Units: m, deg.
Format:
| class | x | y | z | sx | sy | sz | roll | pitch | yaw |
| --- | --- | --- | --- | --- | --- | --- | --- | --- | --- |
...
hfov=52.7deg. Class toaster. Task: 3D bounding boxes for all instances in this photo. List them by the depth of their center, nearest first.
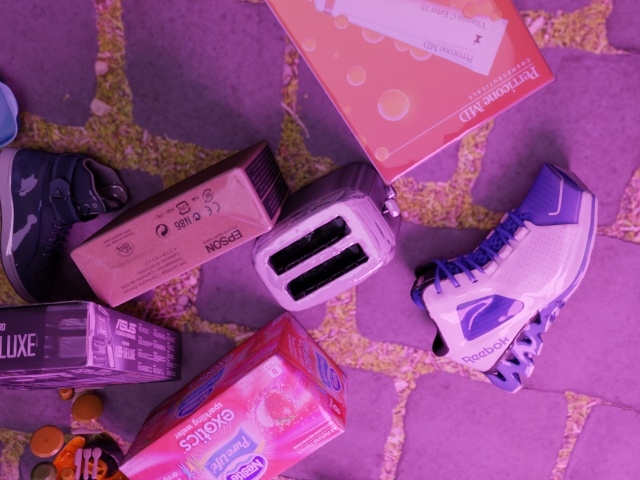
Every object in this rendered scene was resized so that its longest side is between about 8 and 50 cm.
| class | x | y | z | sx | sy | sz | roll | pitch | yaw |
| --- | --- | --- | --- | --- | --- | --- | --- | --- | --- |
| toaster | 0.000 | 0.000 | 0.845 | 0.227 | 0.146 | 0.129 | -29 | 103 | 13 |

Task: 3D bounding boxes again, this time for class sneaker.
| class | x | y | z | sx | sy | sz | roll | pitch | yaw |
| --- | --- | --- | --- | --- | --- | --- | --- | --- | --- |
| sneaker | 0.221 | 0.047 | 0.853 | 0.182 | 0.127 | 0.315 | 15 | 110 | -3 |
| sneaker | -0.352 | -0.014 | 0.900 | 0.164 | 0.086 | 0.226 | 3 | 107 | 7 |

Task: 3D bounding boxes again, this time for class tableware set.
| class | x | y | z | sx | sy | sz | roll | pitch | yaw |
| --- | --- | --- | --- | --- | --- | --- | --- | --- | --- |
| tableware set | -0.385 | 0.294 | 0.985 | 0.104 | 0.154 | 0.024 | 0 | 148 | -12 |

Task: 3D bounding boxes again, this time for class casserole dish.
| class | x | y | z | sx | sy | sz | roll | pitch | yaw |
| --- | --- | --- | --- | --- | --- | --- | --- | --- | --- |
| casserole dish | -0.494 | -0.170 | 0.887 | 0.189 | 0.037 | 0.114 | -15 | 106 | 8 |

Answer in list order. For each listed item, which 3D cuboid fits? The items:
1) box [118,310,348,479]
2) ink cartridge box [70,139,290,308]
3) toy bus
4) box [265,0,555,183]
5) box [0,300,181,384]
| class | x | y | z | sx | sy | sz | roll | pitch | yaw |
| --- | --- | --- | --- | --- | --- | --- | --- | --- | --- |
| box | -0.120 | 0.265 | 0.944 | 0.300 | 0.142 | 0.154 | -37 | 103 | 15 |
| ink cartridge box | -0.165 | -0.028 | 0.824 | 0.235 | 0.193 | 0.088 | -25 | 103 | 12 |
| toy bus | -0.352 | 0.451 | 1.037 | 0.220 | 0.149 | 0.211 | 31 | 124 | -3 |
| box | 0.071 | -0.275 | 0.737 | 0.215 | 0.168 | 0.345 | -32 | 103 | 14 |
| box | -0.347 | 0.148 | 0.844 | 0.243 | 0.307 | 0.076 | -5 | 74 | 7 |
